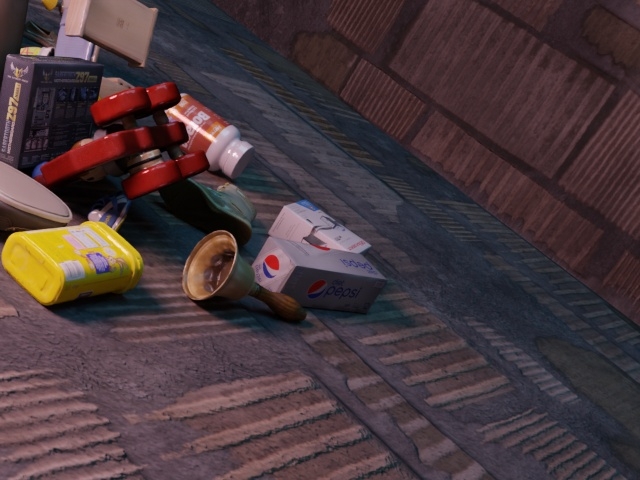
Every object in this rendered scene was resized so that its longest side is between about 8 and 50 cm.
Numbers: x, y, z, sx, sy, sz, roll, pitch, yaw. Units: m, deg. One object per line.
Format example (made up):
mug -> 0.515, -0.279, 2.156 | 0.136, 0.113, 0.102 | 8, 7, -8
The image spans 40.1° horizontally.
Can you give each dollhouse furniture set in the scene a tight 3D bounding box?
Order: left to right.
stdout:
dollhouse furniture set -> -0.558, -0.438, 1.947 | 0.303, 0.286, 0.198 | 9, -6, 34

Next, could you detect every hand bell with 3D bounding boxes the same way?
hand bell -> -0.110, 0.089, 1.530 | 0.242, 0.126, 0.126 | 34, 13, -41

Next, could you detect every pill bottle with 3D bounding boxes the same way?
pill bottle -> -0.266, -0.240, 2.052 | 0.216, 0.121, 0.121 | 34, 18, 9

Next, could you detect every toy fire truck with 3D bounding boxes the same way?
toy fire truck -> -0.357, -0.147, 1.522 | 0.169, 0.254, 0.302 | 67, 19, -6

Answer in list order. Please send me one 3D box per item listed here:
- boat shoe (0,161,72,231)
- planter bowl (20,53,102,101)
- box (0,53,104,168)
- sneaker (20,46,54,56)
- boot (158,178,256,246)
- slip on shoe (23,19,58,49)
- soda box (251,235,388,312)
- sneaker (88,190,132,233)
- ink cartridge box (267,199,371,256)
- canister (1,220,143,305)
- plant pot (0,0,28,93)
boat shoe -> -0.529, -0.072, 1.270 | 0.335, 0.095, 0.112 | 25, 22, -37
planter bowl -> -0.547, -0.277, 1.740 | 0.217, 0.090, 0.217 | 29, 18, -10
box -> -0.474, -0.229, 1.541 | 0.059, 0.183, 0.233 | 18, 15, 11
sneaker -> -0.636, -0.362, 1.867 | 0.094, 0.081, 0.208 | 8, 24, -3
boot -> -0.226, -0.083, 1.785 | 0.213, 0.077, 0.165 | 34, 18, -10
slip on shoe -> -0.679, -0.508, 2.208 | 0.135, 0.041, 0.051 | 25, 19, -20
soda box -> -0.001, 0.071, 1.724 | 0.286, 0.091, 0.098 | 11, 27, -48
sneaker -> -0.365, -0.057, 1.526 | 0.059, 0.053, 0.144 | 25, 18, -14
ink cartridge box -> 0.000, 0.000, 1.929 | 0.191, 0.082, 0.139 | 34, 18, 11
canister -> -0.359, 0.031, 1.275 | 0.126, 0.073, 0.170 | 38, 20, 19
plant pot -> -0.625, -0.354, 1.454 | 0.323, 0.280, 0.323 | 29, 12, -7
